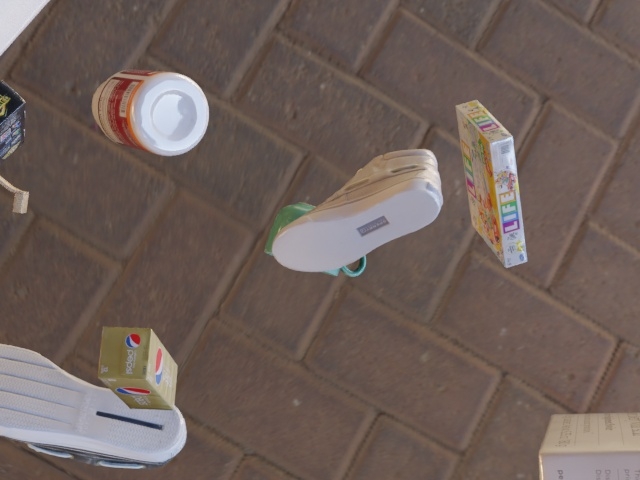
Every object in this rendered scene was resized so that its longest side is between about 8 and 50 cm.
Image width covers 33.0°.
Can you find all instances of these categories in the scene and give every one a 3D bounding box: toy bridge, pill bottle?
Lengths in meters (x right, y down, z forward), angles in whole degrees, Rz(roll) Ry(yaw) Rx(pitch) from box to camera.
[{"bbox_3d":[-0.555,-0.088,1.713,0.188,0.026,0.063,10,94,7],"label":"toy bridge"},{"bbox_3d":[-0.187,-0.138,1.148,0.086,0.152,0.086,-7,103,-30],"label":"pill bottle"}]

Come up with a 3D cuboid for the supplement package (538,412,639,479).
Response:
[{"bbox_3d":[0.273,0.183,0.581,0.293,0.177,0.175,-3,86,14],"label":"supplement package"}]

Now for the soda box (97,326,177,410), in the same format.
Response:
[{"bbox_3d":[-0.215,0.156,1.288,0.058,0.181,0.061,1,70,3],"label":"soda box"}]

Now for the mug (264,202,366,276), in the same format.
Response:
[{"bbox_3d":[-0.009,-0.003,1.806,0.158,0.129,0.097,21,86,-42],"label":"mug"}]

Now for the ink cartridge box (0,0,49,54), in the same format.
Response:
[{"bbox_3d":[-0.292,-0.240,0.864,0.117,0.207,0.283,55,48,-33],"label":"ink cartridge box"}]

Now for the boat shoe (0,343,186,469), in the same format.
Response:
[{"bbox_3d":[-0.348,0.241,1.433,0.335,0.119,0.121,20,50,-3],"label":"boat shoe"}]

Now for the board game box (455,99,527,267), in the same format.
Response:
[{"bbox_3d":[0.184,-0.061,1.164,0.026,0.103,0.154,-17,121,-6],"label":"board game box"}]

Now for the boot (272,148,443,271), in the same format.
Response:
[{"bbox_3d":[0.055,-0.046,1.541,0.258,0.123,0.095,-19,122,18],"label":"boot"}]

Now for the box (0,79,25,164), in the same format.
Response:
[{"bbox_3d":[-0.519,-0.115,1.559,0.051,0.175,0.220,42,70,-2],"label":"box"}]
